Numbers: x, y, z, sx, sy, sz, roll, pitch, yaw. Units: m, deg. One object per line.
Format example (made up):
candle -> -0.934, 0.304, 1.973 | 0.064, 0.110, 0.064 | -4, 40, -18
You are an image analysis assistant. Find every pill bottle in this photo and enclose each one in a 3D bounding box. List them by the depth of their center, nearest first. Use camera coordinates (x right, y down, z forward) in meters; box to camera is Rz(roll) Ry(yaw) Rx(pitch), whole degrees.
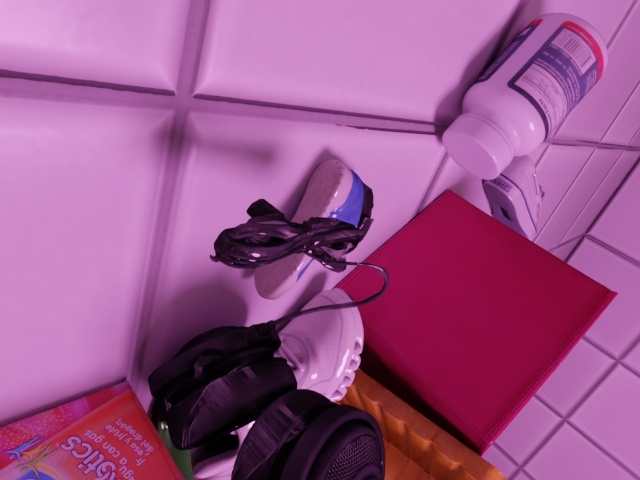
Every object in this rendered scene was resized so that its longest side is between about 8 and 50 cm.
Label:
pill bottle -> 0.234, -0.164, 0.509 | 0.180, 0.108, 0.108 | -47, 148, -4

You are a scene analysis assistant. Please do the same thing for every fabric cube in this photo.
fabric cube -> 0.205, 0.137, 0.643 | 0.254, 0.258, 0.259 | -40, 147, -17

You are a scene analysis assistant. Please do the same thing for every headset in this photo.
headset -> -0.065, 0.161, 0.358 | 0.185, 0.243, 0.394 | 3, 116, -53

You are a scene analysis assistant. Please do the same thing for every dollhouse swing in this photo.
dollhouse swing -> 0.051, 0.400, 0.600 | 0.305, 0.346, 0.315 | -48, 149, -20

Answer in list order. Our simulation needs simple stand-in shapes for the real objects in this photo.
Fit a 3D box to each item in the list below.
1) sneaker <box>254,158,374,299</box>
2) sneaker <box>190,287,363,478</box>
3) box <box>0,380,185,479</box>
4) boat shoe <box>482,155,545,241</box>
sneaker -> 0.001, 0.000, 0.438 | 0.084, 0.058, 0.152 | 26, 96, -49
sneaker -> -0.056, 0.182, 0.523 | 0.118, 0.110, 0.292 | 24, 103, -48
box -> -0.232, 0.298, 0.379 | 0.154, 0.142, 0.300 | -11, 131, -45
boat shoe -> 0.371, -0.070, 0.789 | 0.084, 0.095, 0.258 | -48, 149, 5
